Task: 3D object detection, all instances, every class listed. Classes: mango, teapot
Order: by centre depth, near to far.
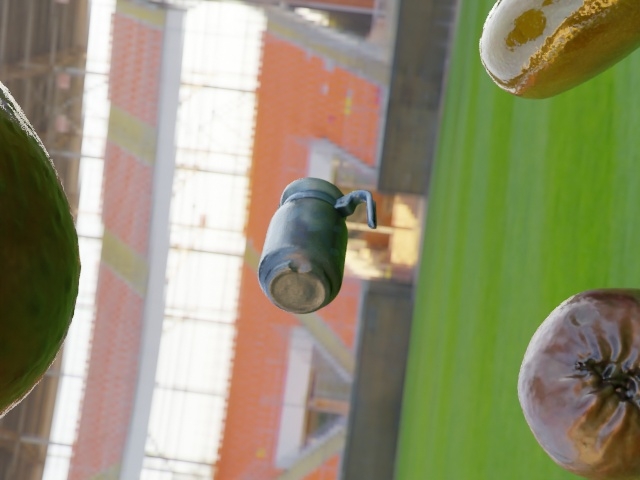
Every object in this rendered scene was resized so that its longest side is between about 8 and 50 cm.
[{"bbox_3d":[-0.004,-0.002,0.765,0.063,0.049,0.083,-43,23,35],"label":"teapot"},{"bbox_3d":[0.227,-0.188,1.053,0.136,0.227,0.099,0,-108,-52],"label":"mango"}]

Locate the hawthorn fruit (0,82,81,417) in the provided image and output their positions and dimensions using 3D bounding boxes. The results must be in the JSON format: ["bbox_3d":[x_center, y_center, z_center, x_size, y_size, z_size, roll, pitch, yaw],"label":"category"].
[{"bbox_3d":[-0.372,-0.005,1.015,0.403,0.402,0.403,7,-90,-87],"label":"hawthorn fruit"}]

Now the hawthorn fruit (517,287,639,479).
[{"bbox_3d":[0.227,0.103,0.992,0.189,0.149,0.149,-20,-62,-67],"label":"hawthorn fruit"}]
